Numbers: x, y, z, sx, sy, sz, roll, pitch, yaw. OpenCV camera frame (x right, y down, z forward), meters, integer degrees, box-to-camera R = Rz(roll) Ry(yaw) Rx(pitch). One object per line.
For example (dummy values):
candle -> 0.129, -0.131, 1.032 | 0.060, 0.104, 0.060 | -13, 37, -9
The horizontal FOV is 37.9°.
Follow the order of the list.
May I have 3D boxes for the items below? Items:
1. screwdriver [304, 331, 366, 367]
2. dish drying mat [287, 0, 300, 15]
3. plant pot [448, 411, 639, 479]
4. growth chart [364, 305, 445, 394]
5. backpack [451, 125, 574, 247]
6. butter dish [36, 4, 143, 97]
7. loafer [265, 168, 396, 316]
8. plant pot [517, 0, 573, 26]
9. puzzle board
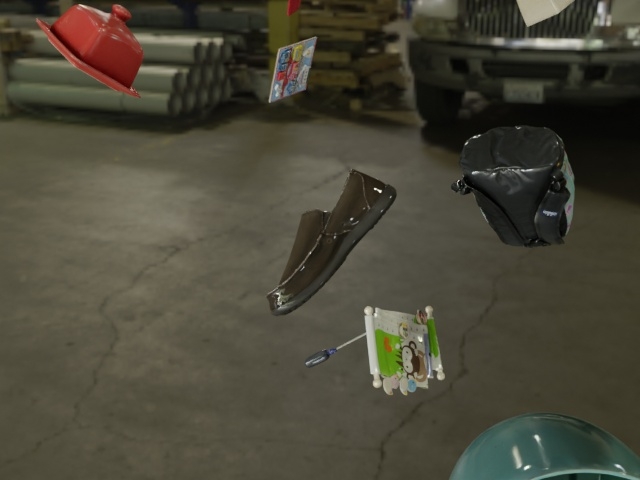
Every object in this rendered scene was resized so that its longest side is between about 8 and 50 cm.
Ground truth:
screwdriver -> 0.044, 0.212, 1.849 | 0.169, 0.025, 0.024 | -24, -12, 14
dish drying mat -> -0.049, -0.464, 1.788 | 0.032, 0.008, 0.083 | -36, -13, -17
plant pot -> 0.275, 0.341, 1.103 | 0.293, 0.293, 0.235 | 0, 16, 1
growth chart -> 0.157, 0.201, 1.733 | 0.021, 0.172, 0.237 | -24, -20, 36
backpack -> 0.273, -0.069, 1.227 | 0.152, 0.182, 0.115 | 5, 60, 31
butter dish -> -0.354, -0.332, 1.526 | 0.160, 0.118, 0.160 | 43, 8, 36
loafer -> 0.000, 0.000, 1.152 | 0.220, 0.078, 0.080 | -49, -1, -15
plant pot -> 0.401, -0.457, 1.639 | 0.109, 0.096, 0.109 | -39, 11, -14
puzzle board -> -0.053, -0.332, 1.821 | 0.096, 0.128, 0.011 | -26, 58, -34
